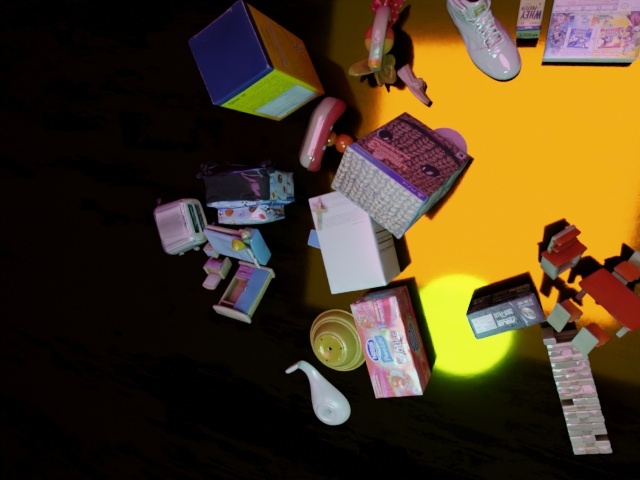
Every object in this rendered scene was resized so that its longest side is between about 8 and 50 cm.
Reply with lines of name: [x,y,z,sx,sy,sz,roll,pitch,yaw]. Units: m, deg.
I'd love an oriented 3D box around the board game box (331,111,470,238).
board game box: [0.217,-0.185,1.145,0.232,0.291,0.141,39,140,14]

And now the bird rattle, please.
bird rattle: [0.174,-0.561,1.184,0.143,0.207,0.253,18,114,2]

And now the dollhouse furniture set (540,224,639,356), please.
dollhouse furniture set: [0.663,0.100,1.028,0.262,0.135,0.259,-29,54,-9]

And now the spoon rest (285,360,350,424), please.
spoon rest: [-0.004,0.524,1.486,0.137,0.084,0.276,-35,96,25]

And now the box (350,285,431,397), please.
box: [0.216,0.307,1.311,0.154,0.142,0.300,-14,92,26]

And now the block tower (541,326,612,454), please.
block tower: [0.685,0.403,1.147,0.097,0.091,0.335,-16,91,24]

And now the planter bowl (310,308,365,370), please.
planter bowl: [0.047,0.346,1.421,0.217,0.090,0.217,4,99,23]

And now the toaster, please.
toaster: [-0.514,-0.065,1.591,0.146,0.129,0.227,-16,89,21]

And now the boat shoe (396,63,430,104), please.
boat shoe: [0.274,-0.449,1.228,0.045,0.050,0.135,-42,80,28]

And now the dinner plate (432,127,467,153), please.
dinner plate: [0.351,-0.256,1.242,0.141,0.017,0.141,3,97,24]

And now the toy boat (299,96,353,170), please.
toy boat: [0.031,-0.318,1.324,0.151,0.151,0.231,17,107,-10]

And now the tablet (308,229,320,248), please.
tablet: [0.000,0.000,1.437,0.083,0.006,0.054,19,104,20]

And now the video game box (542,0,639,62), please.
video game box: [0.671,-0.535,1.043,0.205,0.048,0.187,11,100,22]

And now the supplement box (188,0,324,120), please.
supplement box: [-0.169,-0.499,1.247,0.194,0.356,0.195,-23,88,24]

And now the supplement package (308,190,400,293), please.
supplement package: [0.108,-0.009,1.294,0.177,0.175,0.293,-12,92,26]

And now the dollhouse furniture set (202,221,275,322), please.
dollhouse furniture set: [-0.329,0.087,1.406,0.286,0.198,0.303,12,146,22]

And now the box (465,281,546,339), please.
box: [0.501,0.190,1.167,0.180,0.147,0.077,-24,88,24]

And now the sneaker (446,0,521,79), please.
sneaker: [0.408,-0.546,1.092,0.108,0.169,0.292,-36,84,22]

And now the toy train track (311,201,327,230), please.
toy train track: [-0.002,-0.069,1.234,0.048,0.014,0.083,6,106,19]

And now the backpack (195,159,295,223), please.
backpack: [-0.204,-0.154,1.367,0.276,0.263,0.213,4,104,26]

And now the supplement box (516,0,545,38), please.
supplement box: [0.530,-0.564,1.081,0.056,0.083,0.083,10,102,23]
